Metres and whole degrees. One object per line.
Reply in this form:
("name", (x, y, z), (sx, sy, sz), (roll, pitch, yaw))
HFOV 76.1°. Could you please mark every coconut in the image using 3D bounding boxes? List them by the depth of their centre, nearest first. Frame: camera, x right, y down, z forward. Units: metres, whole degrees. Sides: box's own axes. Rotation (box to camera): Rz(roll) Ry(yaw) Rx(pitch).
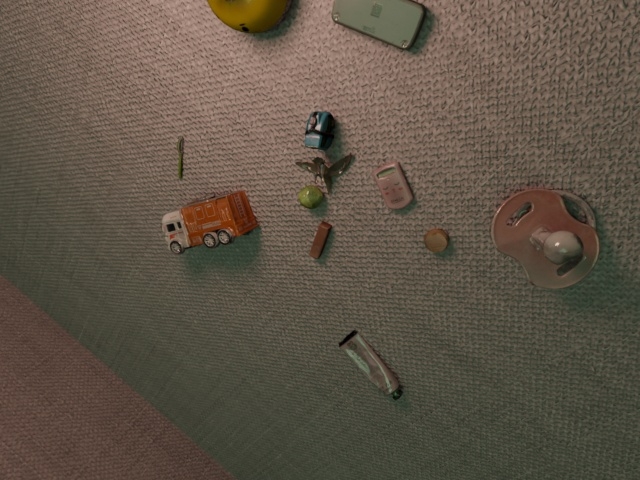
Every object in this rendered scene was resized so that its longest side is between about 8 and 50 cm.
("coconut", (-0.039, -0.157, 1.507), (0.088, 0.088, 0.096), (45, 118, -2))

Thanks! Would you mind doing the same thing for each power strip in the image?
("power strip", (0.176, -0.683, 1.168), (0.265, 0.059, 0.193), (27, 126, 9))

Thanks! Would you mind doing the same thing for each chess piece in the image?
("chess piece", (0.402, 0.001, 1.416), (0.084, 0.038, 0.083), (11, 118, 21))

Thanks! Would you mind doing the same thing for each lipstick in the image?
("lipstick", (0.000, 0.000, 1.587), (0.045, 0.045, 0.145), (25, 122, 9))

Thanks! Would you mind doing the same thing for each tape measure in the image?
("tape measure", (0.001, -0.364, 1.358), (0.081, 0.146, 0.125), (11, 101, 20))

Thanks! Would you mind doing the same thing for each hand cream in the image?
("hand cream", (0.220, 0.537, 1.749), (0.336, 0.076, 0.121), (48, 118, 4))

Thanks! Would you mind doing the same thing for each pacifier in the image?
("pacifier", (0.666, 0.001, 1.199), (0.332, 0.273, 0.220), (45, 140, -1))

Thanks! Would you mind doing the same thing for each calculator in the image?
("calculator", (0.247, -0.188, 1.395), (0.100, 0.032, 0.175), (-20, 105, 30))

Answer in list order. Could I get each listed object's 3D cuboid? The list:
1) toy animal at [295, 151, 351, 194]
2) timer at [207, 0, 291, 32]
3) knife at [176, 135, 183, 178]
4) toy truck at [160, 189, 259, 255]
("toy animal", (0.005, -0.227, 1.446), (0.219, 0.095, 0.155), (4, 111, 23))
("timer", (-0.236, -0.751, 1.193), (0.285, 0.285, 0.285), (10, 118, 19))
("knife", (-0.581, -0.342, 1.691), (0.026, 0.022, 0.184), (5, 119, -12))
("toy truck", (-0.469, -0.079, 1.687), (0.388, 0.173, 0.206), (-11, 103, 25))
